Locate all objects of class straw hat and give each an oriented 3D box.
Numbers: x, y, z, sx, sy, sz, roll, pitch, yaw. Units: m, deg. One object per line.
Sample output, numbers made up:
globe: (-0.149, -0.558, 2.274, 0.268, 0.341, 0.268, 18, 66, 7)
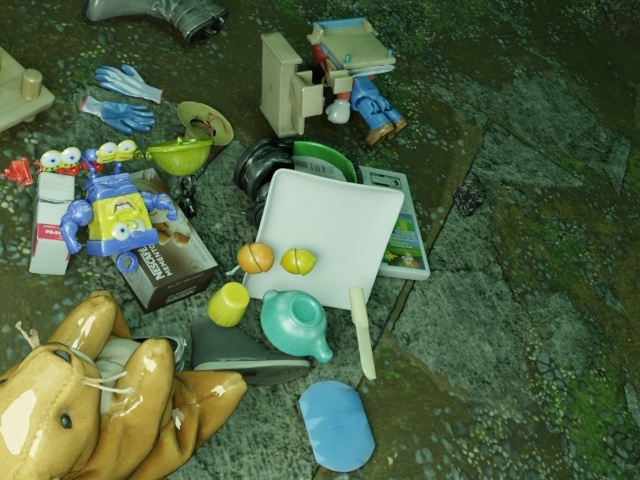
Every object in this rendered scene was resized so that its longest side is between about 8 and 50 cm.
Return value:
straw hat: (-0.267, -0.240, 1.575, 0.145, 0.061, 0.144, 29, 34, -22)

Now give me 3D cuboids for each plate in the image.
plate: (0.000, 0.000, 1.421, 0.278, 0.277, 0.045, 9, 23, -22)

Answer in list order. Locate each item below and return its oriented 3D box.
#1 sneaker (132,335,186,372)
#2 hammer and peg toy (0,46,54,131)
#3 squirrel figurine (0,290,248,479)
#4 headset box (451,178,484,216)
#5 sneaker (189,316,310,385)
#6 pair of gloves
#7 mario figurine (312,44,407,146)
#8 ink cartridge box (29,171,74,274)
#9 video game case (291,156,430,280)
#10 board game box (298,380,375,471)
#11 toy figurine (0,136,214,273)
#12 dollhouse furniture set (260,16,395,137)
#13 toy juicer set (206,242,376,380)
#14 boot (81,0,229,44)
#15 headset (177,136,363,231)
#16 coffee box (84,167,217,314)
sneaker: (-0.352, 0.199, 1.160, 0.281, 0.115, 0.105, -12, 62, -34)
hammer and peg toy: (-0.714, -0.264, 1.317, 0.266, 0.127, 0.361, 41, 48, 4)
squirrel figurine: (-0.338, 0.267, 0.903, 0.281, 0.397, 0.370, 38, 3, 7)
headset box: (0.372, -0.112, 1.811, 0.032, 0.062, 0.083, -2, 56, -29)
sneaker: (-0.128, 0.196, 1.304, 0.222, 0.083, 0.118, 5, 51, -26)
pair of gloves: (-0.433, -0.317, 1.574, 0.159, 0.023, 0.198, 19, 50, -14)
mario figurine: (0.078, -0.385, 1.853, 0.320, 0.170, 0.198, 57, 7, 8)
ink cartridge box: (-0.479, -0.031, 1.272, 0.063, 0.109, 0.150, 6, 53, -25)
video game case: (0.077, -0.056, 1.634, 0.329, 0.036, 0.299, 8, 53, -23)
board game box: (0.025, 0.343, 1.308, 0.133, 0.033, 0.168, -2, 62, -35)
toy figurine: (-0.345, -0.053, 1.243, 0.363, 0.191, 0.217, -16, 95, -43)
dollhouse furniture set: (0.041, -0.355, 1.647, 0.304, 0.198, 0.286, -14, 45, -19)
toy juicer set: (-0.036, 0.123, 1.341, 0.329, 0.089, 0.209, 26, 48, -11)
boot: (-0.386, -0.563, 1.729, 0.222, 0.118, 0.338, 46, 52, 3)
headset: (-0.099, -0.120, 1.474, 0.395, 0.185, 0.243, -15, 56, -17)
coffee box: (-0.323, -0.003, 1.340, 0.141, 0.098, 0.246, -22, 68, -37)
